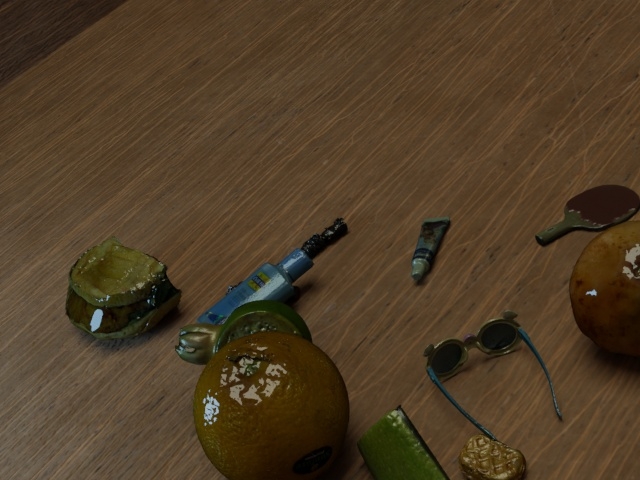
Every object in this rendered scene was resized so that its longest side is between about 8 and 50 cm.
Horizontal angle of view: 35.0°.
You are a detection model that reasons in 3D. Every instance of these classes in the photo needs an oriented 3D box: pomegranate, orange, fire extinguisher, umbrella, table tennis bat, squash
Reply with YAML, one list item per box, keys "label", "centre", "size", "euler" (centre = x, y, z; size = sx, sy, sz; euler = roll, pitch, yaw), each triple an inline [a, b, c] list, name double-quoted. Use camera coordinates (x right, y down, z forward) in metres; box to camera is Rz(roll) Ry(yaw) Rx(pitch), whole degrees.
- label: "pomegranate"
  centre: [-0.132, 0.211, 1.885]
  size: [0.241, 0.190, 0.159]
  euler: [-22, 8, -1]
- label: "orange"
  centre: [-0.082, 0.279, 1.680]
  size: [0.274, 0.274, 0.274]
  euler: [-13, 35, 9]
- label: "fire extinguisher"
  centre: [-0.121, 0.101, 2.149]
  size: [0.173, 0.035, 0.049]
  euler: [4, 44, 24]
- label: "umbrella"
  centre: [0.000, 0.000, 2.224]
  size: [0.144, 0.040, 0.037]
  euler: [-37, 47, -21]
- label: "table tennis bat"
  centre: [0.539, -0.051, 2.058]
  size: [0.234, 0.022, 0.131]
  euler: [-27, 36, -14]
- label: "squash"
  centre: [0.158, 0.406, 1.616]
  size: [0.093, 0.169, 0.252]
  euler: [-31, 70, -11]
- label: "pomegranate"
  centre: [0.542, 0.082, 1.701]
  size: [0.248, 0.248, 0.248]
  euler: [-13, 35, 9]

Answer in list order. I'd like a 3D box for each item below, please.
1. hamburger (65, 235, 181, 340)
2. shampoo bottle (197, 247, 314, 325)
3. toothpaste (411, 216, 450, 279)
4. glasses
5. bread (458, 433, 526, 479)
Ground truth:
- label: "hamburger"
  centre: [-0.446, 0.116, 2.193]
  size: [0.211, 0.132, 0.309]
  euler: [-38, 39, -24]
- label: "shampoo bottle"
  centre: [-0.127, 0.112, 2.074]
  size: [0.258, 0.061, 0.104]
  euler: [-40, 47, -12]
- label: "toothpaste"
  centre: [0.221, 0.012, 2.108]
  size: [0.062, 0.037, 0.216]
  euler: [-4, 33, 23]
- label: "glasses"
  centre: [0.301, 0.252, 1.745]
  size: [0.190, 0.088, 0.220]
  euler: [-22, 55, -6]
- label: "bread"
  centre: [0.271, 0.353, 1.612]
  size: [0.111, 0.044, 0.083]
  euler: [19, 51, 38]
